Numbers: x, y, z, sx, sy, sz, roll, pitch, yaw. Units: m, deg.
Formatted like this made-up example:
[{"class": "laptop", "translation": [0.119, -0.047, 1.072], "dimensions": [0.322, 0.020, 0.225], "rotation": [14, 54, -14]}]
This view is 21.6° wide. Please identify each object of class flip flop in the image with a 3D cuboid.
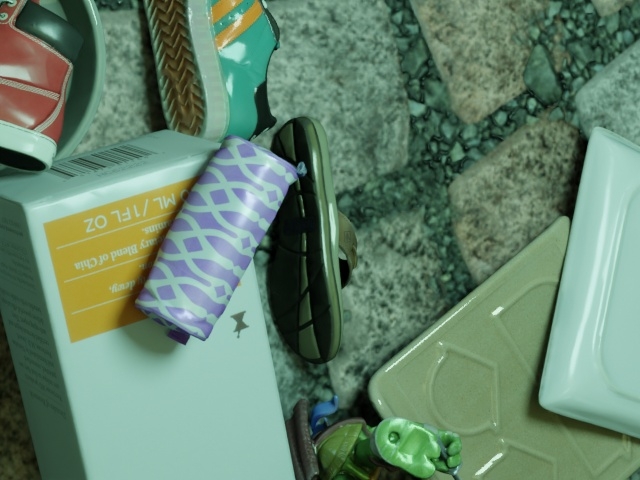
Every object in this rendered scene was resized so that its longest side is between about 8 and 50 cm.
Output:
[{"class": "flip flop", "translation": [0.000, 0.000, 1.868], "dimensions": [0.080, 0.112, 0.277], "rotation": [-5, 92, -38]}]

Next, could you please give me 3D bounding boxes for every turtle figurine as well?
[{"class": "turtle figurine", "translation": [0.077, 0.281, 1.784], "dimensions": [0.198, 0.266, 0.274], "rotation": [-17, 84, -5]}]

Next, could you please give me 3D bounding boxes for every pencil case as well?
[{"class": "pencil case", "translation": [-0.100, -0.003, 1.611], "dimensions": [0.086, 0.088, 0.206], "rotation": [29, 81, 6]}]

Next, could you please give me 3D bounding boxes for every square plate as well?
[{"class": "square plate", "translation": [0.431, 0.075, 2.041], "dimensions": [0.344, 0.049, 0.347], "rotation": [20, 77, -32]}]

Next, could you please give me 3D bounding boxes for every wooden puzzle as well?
[{"class": "wooden puzzle", "translation": [0.242, 0.192, 2.006], "dimensions": [0.348, 0.080, 0.322], "rotation": [-40, 110, -21]}]

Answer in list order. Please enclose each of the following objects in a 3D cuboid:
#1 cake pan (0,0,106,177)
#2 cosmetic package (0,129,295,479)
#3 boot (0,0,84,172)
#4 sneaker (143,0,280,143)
[{"class": "cake pan", "translation": [-0.365, -0.185, 1.702], "dimensions": [0.293, 0.054, 0.293], "rotation": [-2, 96, -24]}, {"class": "cosmetic package", "translation": [-0.181, 0.136, 1.728], "dimensions": [0.230, 0.161, 0.453], "rotation": [-19, 109, -26]}, {"class": "boot", "translation": [-0.360, -0.183, 1.639], "dimensions": [0.244, 0.088, 0.176], "rotation": [16, 73, -17]}, {"class": "sneaker", "translation": [-0.112, -0.249, 1.793], "dimensions": [0.121, 0.108, 0.302], "rotation": [-8, 94, -41]}]
